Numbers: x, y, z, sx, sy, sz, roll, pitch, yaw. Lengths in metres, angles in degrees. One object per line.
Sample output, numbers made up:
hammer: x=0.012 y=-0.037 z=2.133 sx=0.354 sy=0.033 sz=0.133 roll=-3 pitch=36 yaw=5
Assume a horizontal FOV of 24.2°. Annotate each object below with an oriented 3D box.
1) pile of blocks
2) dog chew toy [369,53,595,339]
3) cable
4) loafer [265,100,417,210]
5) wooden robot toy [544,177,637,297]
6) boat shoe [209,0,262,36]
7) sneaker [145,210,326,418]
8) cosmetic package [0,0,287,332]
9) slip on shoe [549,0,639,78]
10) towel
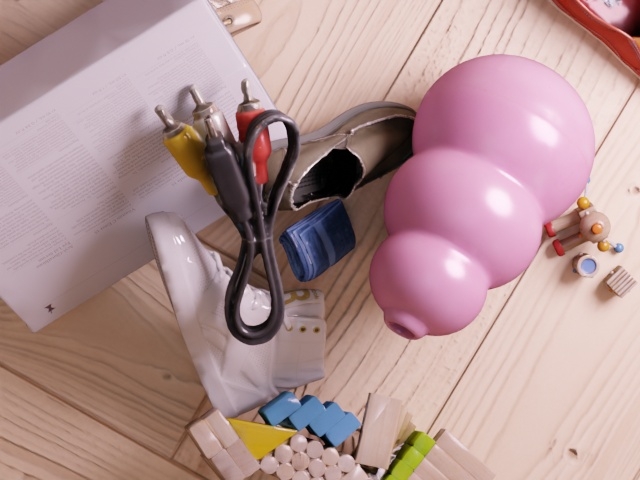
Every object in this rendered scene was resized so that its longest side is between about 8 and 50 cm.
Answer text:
pile of blocks: x=0.017 y=0.243 z=1.750 sx=0.362 sy=0.112 sz=0.149 roll=17 pitch=83 yaw=-12
dog chew toy: x=0.164 y=-0.040 z=1.640 sx=0.206 sy=0.206 sz=0.332 roll=32 pitch=72 yaw=-4
cable: x=-0.072 y=-0.034 z=1.591 sx=0.139 sy=0.072 sz=0.287 roll=-16 pitch=114 yaw=-1
loafer: x=0.027 y=-0.083 z=1.674 sx=0.251 sy=0.087 sz=0.094 roll=-24 pitch=131 yaw=-32
wooden robot toy: x=0.311 y=-0.005 z=1.742 sx=0.076 sy=0.079 sz=0.173 roll=-27 pitch=95 yaw=1
boat shoe: x=-0.225 y=-0.195 z=1.687 sx=0.341 sy=0.121 sz=0.110 roll=-34 pitch=95 yaw=1
sneaker: x=-0.085 y=0.064 z=1.698 sx=0.169 sy=0.108 sz=0.292 roll=-21 pitch=126 yaw=-3
cosmetic package: x=-0.238 y=-0.095 z=1.633 sx=0.377 sy=0.097 sz=0.284 roll=-31 pitch=136 yaw=1
slip on shoe: x=0.395 y=-0.243 z=1.710 sx=0.331 sy=0.101 sz=0.123 roll=33 pitch=92 yaw=-6
towel: x=0.000 y=0.000 z=1.717 sx=0.029 sy=0.119 sz=0.067 roll=-17 pitch=100 yaw=34
